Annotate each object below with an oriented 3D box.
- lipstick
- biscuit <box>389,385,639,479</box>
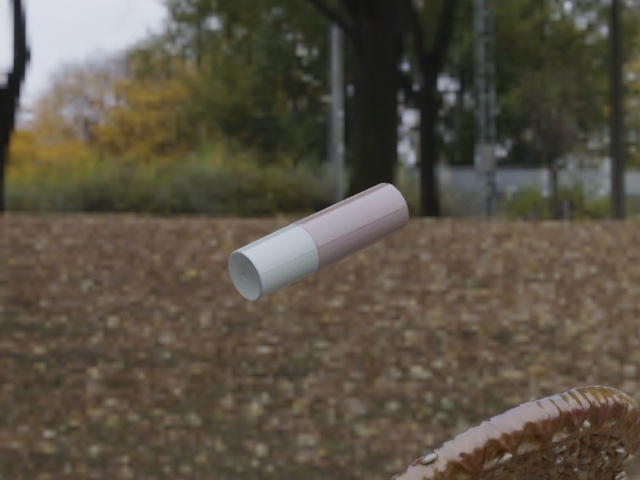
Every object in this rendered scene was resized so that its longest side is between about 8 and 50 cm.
[{"bbox_3d":[0.000,0.000,2.148,0.254,0.070,0.070,-25,10,-34],"label":"lipstick"},{"bbox_3d":[0.113,0.211,1.223,0.305,0.038,0.305,-25,-29,-15],"label":"biscuit"}]
